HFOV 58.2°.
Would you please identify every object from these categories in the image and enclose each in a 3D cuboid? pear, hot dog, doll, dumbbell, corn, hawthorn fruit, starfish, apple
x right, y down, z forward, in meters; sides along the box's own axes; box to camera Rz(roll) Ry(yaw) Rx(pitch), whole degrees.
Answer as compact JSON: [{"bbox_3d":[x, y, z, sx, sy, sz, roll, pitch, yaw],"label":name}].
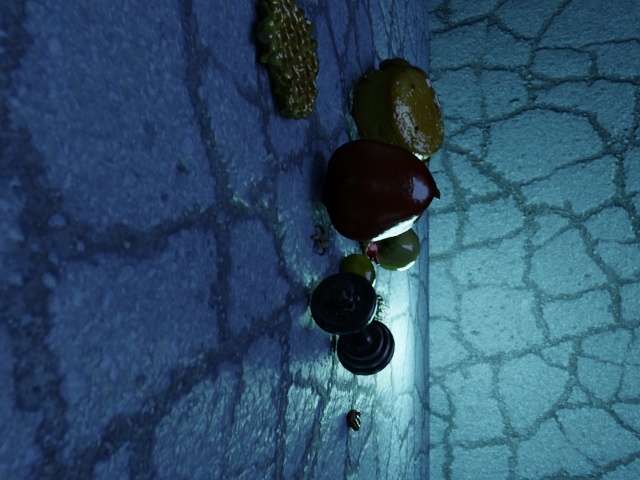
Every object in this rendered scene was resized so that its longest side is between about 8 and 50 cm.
[{"bbox_3d":[0.122,0.111,1.790,0.141,0.104,0.141,3,90,-70],"label":"pear"},{"bbox_3d":[0.109,0.570,1.823,0.083,0.035,0.058,68,24,-48],"label":"hot dog"},{"bbox_3d":[0.167,-0.003,2.012,0.109,0.057,0.169,19,56,-55],"label":"doll"},{"bbox_3d":[0.095,0.235,1.571,0.406,0.179,0.179,65,30,-53],"label":"dumbbell"},{"bbox_3d":[0.187,0.239,1.993,0.320,0.097,0.097,47,45,-67],"label":"corn"},{"bbox_3d":[0.150,-0.136,1.569,0.295,0.311,0.295,15,72,-58],"label":"hawthorn fruit"},{"bbox_3d":[0.000,0.000,1.531,0.091,0.028,0.078,32,61,-64],"label":"starfish"},{"bbox_3d":[0.271,0.024,2.116,0.200,0.200,0.200,-1,90,-72],"label":"apple"}]

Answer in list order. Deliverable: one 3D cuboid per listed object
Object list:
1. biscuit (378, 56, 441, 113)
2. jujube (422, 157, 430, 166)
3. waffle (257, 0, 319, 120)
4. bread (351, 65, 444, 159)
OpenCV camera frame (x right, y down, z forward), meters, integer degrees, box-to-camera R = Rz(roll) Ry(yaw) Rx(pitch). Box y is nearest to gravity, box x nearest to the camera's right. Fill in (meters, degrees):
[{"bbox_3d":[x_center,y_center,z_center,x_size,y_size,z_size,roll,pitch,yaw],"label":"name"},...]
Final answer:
[{"bbox_3d":[0.333,-0.539,2.173,0.351,0.057,0.312,50,-13,42],"label":"biscuit"},{"bbox_3d":[0.319,-0.324,2.279,0.342,0.216,0.216,25,65,-79],"label":"jujube"},{"bbox_3d":[-0.068,-0.412,1.295,0.301,0.058,0.281,51,40,-61],"label":"waffle"},{"bbox_3d":[0.266,-0.424,1.951,0.358,0.204,0.337,60,41,-16],"label":"bread"}]
